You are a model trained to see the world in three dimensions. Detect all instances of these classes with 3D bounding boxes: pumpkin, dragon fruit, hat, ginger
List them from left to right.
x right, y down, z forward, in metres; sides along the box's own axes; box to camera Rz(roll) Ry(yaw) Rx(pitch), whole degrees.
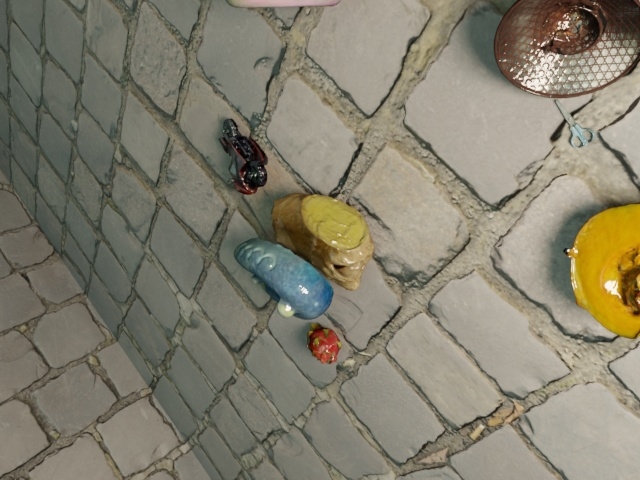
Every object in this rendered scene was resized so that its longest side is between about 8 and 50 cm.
[{"bbox_3d":[0.000,0.000,1.157,0.276,0.130,0.221,49,146,13],"label":"ginger"},{"bbox_3d":[0.007,0.259,1.307,0.081,0.086,0.116,-58,26,18],"label":"dragon fruit"},{"bbox_3d":[0.346,-0.298,0.716,0.193,0.082,0.193,15,153,8],"label":"hat"},{"bbox_3d":[0.479,-0.003,0.721,0.163,0.111,0.279,55,140,32],"label":"pumpkin"}]

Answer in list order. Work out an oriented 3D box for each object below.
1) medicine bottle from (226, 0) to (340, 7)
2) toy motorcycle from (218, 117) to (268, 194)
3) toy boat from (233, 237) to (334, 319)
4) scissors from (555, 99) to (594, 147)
[{"bbox_3d":[-0.069,-0.605,0.864,0.219,0.219,0.389,19,120,37],"label":"medicine bottle"},{"bbox_3d":[-0.196,-0.202,1.284,0.213,0.082,0.122,58,139,23],"label":"toy motorcycle"},{"bbox_3d":[-0.105,0.107,1.229,0.330,0.123,0.215,19,150,52],"label":"toy boat"},{"bbox_3d":[0.383,-0.180,0.783,0.083,0.006,0.036,58,139,6],"label":"scissors"}]
